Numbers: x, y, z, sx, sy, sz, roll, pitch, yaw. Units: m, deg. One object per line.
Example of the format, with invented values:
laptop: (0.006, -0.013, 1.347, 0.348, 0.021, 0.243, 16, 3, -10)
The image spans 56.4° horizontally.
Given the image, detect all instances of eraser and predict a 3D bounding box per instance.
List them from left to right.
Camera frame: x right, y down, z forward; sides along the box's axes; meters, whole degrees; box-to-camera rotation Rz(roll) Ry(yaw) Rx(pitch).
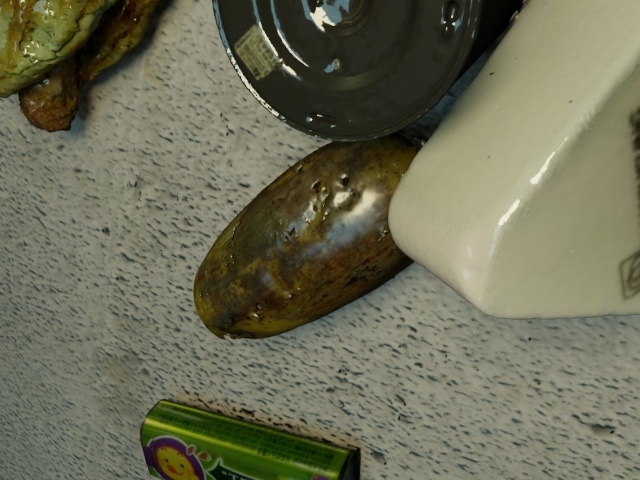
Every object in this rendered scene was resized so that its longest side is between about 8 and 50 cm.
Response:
eraser: (0.263, -0.056, 0.519, 0.150, 0.331, 0.331, 42, 129, 56)

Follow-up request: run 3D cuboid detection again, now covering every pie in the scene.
pie: (-0.398, -0.402, 0.780, 0.395, 0.180, 0.418, -37, 82, 30)

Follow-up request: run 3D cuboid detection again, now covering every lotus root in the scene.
lotus root: (0.000, 0.000, 0.713, 0.397, 0.196, 0.179, -37, 94, 27)

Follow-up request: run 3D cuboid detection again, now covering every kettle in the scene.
kettle: (0.085, -0.251, 0.507, 0.203, 0.308, 0.262, 32, 128, 11)

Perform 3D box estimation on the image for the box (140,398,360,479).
box: (-0.109, 0.345, 0.927, 0.345, 0.097, 0.134, 7, 117, 23)
